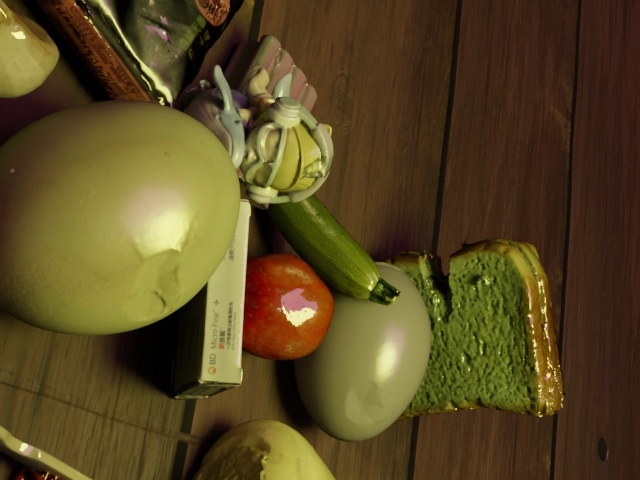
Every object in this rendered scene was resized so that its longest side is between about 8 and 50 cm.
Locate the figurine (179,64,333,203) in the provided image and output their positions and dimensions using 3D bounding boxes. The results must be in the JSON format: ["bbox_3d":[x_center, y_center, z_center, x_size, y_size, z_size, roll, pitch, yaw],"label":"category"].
[{"bbox_3d":[-0.067,-0.118,1.172,0.208,0.184,0.128,-51,162,-63],"label":"figurine"}]

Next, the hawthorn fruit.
[{"bbox_3d":[-0.058,0.077,1.281,0.138,0.133,0.132,13,73,-42],"label":"hawthorn fruit"}]

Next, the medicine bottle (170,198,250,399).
[{"bbox_3d":[-0.123,0.068,1.165,0.052,0.171,0.201,6,74,-16],"label":"medicine bottle"}]

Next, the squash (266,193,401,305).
[{"bbox_3d":[0.000,0.000,1.334,0.252,0.066,0.066,48,26,26],"label":"squash"}]

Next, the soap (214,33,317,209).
[{"bbox_3d":[-0.084,-0.147,1.335,0.122,0.066,0.203,51,46,-35],"label":"soap"}]

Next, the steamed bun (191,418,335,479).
[{"bbox_3d":[-0.044,0.345,1.210,0.232,0.166,0.273,57,37,-31],"label":"steamed bun"}]

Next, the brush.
[{"bbox_3d":[-0.290,0.206,0.998,0.321,0.060,0.050,46,60,-40],"label":"brush"}]

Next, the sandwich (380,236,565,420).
[{"bbox_3d":[0.199,0.126,1.507,0.095,0.273,0.248,-2,84,-54],"label":"sandwich"}]

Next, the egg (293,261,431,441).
[{"bbox_3d":[0.051,0.143,1.379,0.176,0.176,0.231,41,56,-43],"label":"egg"}]

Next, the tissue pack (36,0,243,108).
[{"bbox_3d":[-0.221,-0.320,1.129,0.332,0.123,0.245,56,41,-32],"label":"tissue pack"}]

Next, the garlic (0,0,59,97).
[{"bbox_3d":[-0.348,-0.191,0.930,0.229,0.178,0.142,32,89,-27],"label":"garlic"}]

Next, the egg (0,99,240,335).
[{"bbox_3d":[-0.202,-0.022,1.013,0.269,0.219,0.219,-19,102,-20],"label":"egg"}]
